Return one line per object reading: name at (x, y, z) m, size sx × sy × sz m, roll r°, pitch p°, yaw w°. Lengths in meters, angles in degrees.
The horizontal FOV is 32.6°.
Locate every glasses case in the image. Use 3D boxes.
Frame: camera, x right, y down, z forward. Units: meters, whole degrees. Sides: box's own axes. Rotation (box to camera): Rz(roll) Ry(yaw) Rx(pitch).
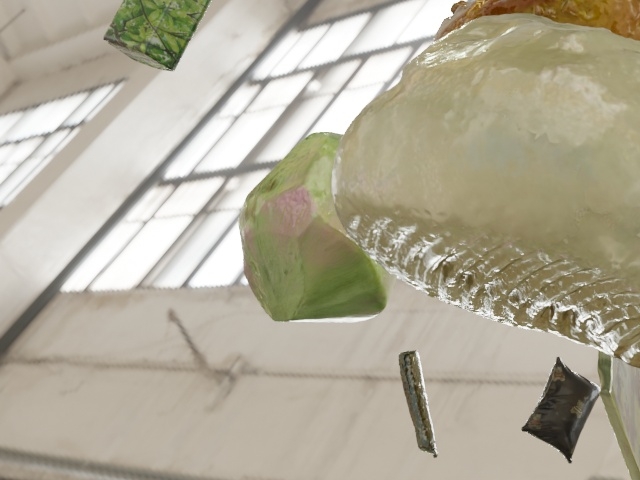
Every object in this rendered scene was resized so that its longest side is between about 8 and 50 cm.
glasses case at (-0.144, -0.328, 1.261) m, size 0.095 × 0.272 × 0.062 m, roll 24°, pitch -5°, yaw 43°

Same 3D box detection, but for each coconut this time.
coconut at (0.000, 0.000, 1.287) m, size 0.204 × 0.236 × 0.236 m, roll 41°, pitch -31°, yaw -24°

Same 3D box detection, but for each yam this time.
yam at (0.117, 0.197, 1.314) m, size 0.027 × 0.129 × 0.033 m, roll -14°, pitch -22°, yaw 10°

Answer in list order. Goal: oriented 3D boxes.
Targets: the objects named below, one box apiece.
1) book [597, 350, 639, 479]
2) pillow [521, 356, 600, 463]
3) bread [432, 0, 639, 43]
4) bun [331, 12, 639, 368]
book at (0.302, 0.128, 1.090) m, size 0.013 × 0.168 × 0.192 m, roll -6°, pitch -40°, yaw 23°
pillow at (0.378, 0.261, 1.697) m, size 0.090 × 0.150 × 0.048 m, roll 27°, pitch -31°, yaw 13°
bread at (0.337, -0.287, 1.477) m, size 0.358 × 0.337 × 0.204 m, roll -17°, pitch -84°, yaw 38°
bun at (0.196, -0.044, 0.858) m, size 0.365 × 0.219 × 0.365 m, roll 23°, pitch -14°, yaw 6°
